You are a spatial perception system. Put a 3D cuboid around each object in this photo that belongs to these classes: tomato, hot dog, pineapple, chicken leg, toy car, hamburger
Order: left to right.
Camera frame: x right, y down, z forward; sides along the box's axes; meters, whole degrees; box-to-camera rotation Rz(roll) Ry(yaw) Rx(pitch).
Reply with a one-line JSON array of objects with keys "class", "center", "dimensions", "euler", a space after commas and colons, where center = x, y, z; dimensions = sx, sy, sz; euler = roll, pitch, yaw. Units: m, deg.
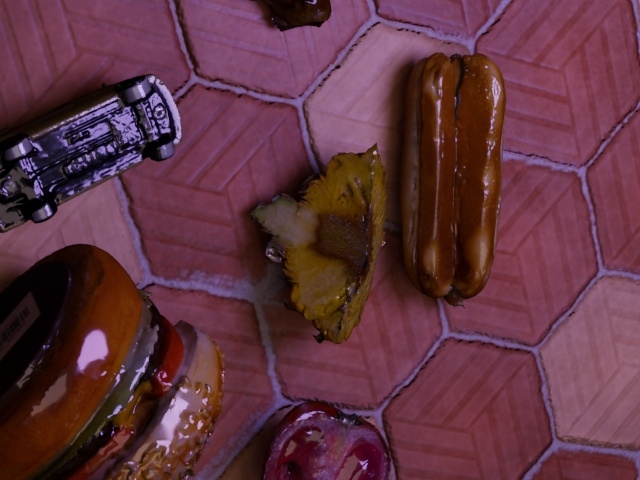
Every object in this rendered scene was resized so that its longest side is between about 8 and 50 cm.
[{"class": "toy car", "center": [-0.291, -0.107, 1.839], "dimensions": [0.257, 0.124, 0.101], "euler": [-29, 112, -24]}, {"class": "hamburger", "center": [-0.275, 0.191, 1.810], "dimensions": [0.250, 0.330, 0.330], "euler": [40, 85, -27]}, {"class": "chicken leg", "center": [-0.114, -0.327, 1.887], "dimensions": [0.304, 0.093, 0.113], "euler": [25, 110, -34]}, {"class": "tomato", "center": [-0.008, 0.292, 2.064], "dimensions": [0.189, 0.099, 0.173], "euler": [20, 96, -28]}, {"class": "pineapple", "center": [0.000, 0.006, 2.013], "dimensions": [0.164, 0.140, 0.249], "euler": [3, 85, 17]}, {"class": "hot dog", "center": [0.167, -0.075, 2.054], "dimensions": [0.135, 0.100, 0.337], "euler": [-3, 103, -14]}]
